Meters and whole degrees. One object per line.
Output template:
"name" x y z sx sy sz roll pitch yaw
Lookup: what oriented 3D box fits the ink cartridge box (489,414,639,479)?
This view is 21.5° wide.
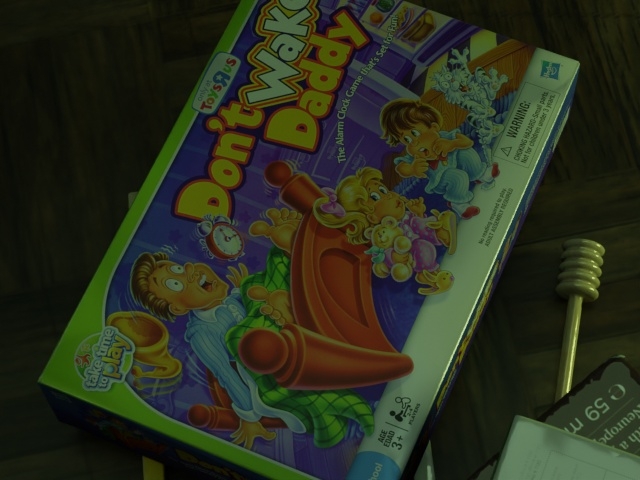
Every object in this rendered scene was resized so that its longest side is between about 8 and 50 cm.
"ink cartridge box" 0.182 0.179 0.876 0.209 0.062 0.109 18 75 14

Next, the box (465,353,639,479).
"box" 0.181 0.208 0.990 0.168 0.167 0.203 -40 70 -7

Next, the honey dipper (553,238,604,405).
"honey dipper" 0.167 0.077 1.135 0.031 0.030 0.160 9 68 6

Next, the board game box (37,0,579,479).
"board game box" 0.000 0.000 1.114 0.233 0.078 0.347 21 68 11

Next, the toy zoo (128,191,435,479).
"toy zoo" -0.027 0.094 1.133 0.192 0.030 0.293 -5 65 0
